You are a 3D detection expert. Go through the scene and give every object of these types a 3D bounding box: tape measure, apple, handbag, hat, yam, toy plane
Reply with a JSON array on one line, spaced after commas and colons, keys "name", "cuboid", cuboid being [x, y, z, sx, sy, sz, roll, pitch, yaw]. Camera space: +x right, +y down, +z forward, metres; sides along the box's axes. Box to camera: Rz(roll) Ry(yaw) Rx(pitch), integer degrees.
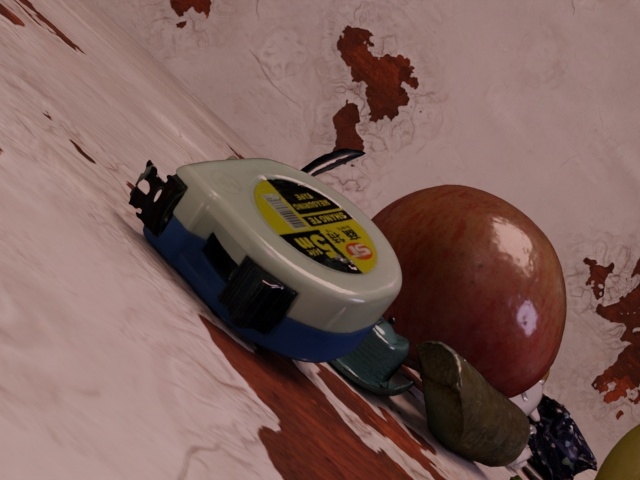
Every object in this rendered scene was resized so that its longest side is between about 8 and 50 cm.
[{"name": "tape measure", "cuboid": [0.000, 0.000, 0.947, 0.215, 0.098, 0.351, 45, 29, 19]}, {"name": "apple", "cuboid": [0.201, 0.066, 1.413, 0.344, 0.270, 0.345, 26, -10, 5]}, {"name": "handbag", "cuboid": [0.458, 0.391, 1.924, 0.260, 0.113, 0.162, 26, 39, -84]}, {"name": "hat", "cuboid": [0.059, 0.118, 1.133, 0.138, 0.078, 0.191, 43, 4, 17]}, {"name": "yam", "cuboid": [0.179, 0.209, 1.209, 0.106, 0.106, 0.259, 47, 5, 40]}, {"name": "toy plane", "cuboid": [0.288, 0.255, 1.596, 0.244, 0.117, 0.245, 32, 45, -40]}]

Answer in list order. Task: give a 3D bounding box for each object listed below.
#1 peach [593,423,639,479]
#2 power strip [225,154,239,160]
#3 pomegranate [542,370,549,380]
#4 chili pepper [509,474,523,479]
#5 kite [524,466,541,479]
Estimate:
[{"name": "peach", "cuboid": [0.393, 0.305, 0.904, 0.281, 0.314, 0.316, 10, -43, 33]}, {"name": "power strip", "cuboid": [-0.102, -0.068, 1.716, 0.118, 0.046, 0.270, 38, 7, -31]}, {"name": "pomegranate", "cuboid": [0.354, 0.240, 1.924, 0.207, 0.207, 0.207, 43, 4, -4]}, {"name": "chili pepper", "cuboid": [0.298, 0.362, 1.377, 0.027, 0.022, 0.083, 37, 3, -46]}, {"name": "kite", "cuboid": [0.398, 0.443, 1.596, 0.152, 0.015, 0.285, 41, 1, 0]}]
